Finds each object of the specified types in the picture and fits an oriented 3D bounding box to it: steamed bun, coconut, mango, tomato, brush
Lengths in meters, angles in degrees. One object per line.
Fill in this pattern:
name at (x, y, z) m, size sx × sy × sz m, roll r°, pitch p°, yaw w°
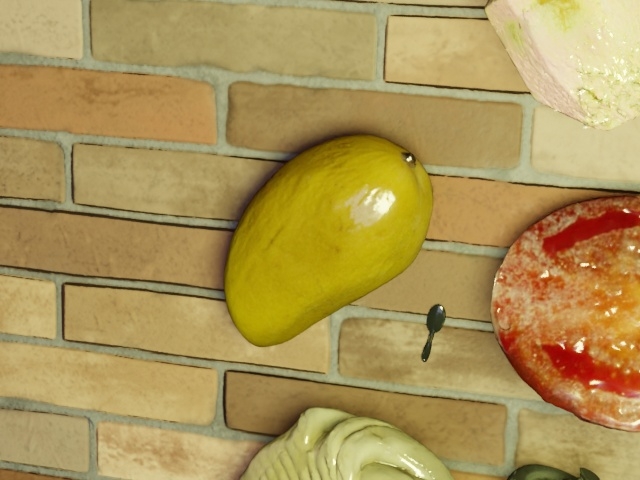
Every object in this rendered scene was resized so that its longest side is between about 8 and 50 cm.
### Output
steamed bun at (0.051, 0.400, 1.777) m, size 0.352 × 0.247 × 0.339 m, roll -51°, pitch 45°, yaw 25°
coconut at (0.312, -0.261, 1.551) m, size 0.233 × 0.233 × 0.245 m, roll -26°, pitch 100°, yaw 20°
mango at (-0.002, -0.008, 1.750) m, size 0.331 × 0.142 × 0.195 m, roll -32°, pitch 90°, yaw 23°
tomato at (0.364, 0.106, 1.666) m, size 0.309 × 0.170 × 0.309 m, roll -9°, pitch 66°, yaw 20°
brush at (0.146, 0.121, 1.813) m, size 0.024 × 0.008 × 0.083 m, roll 16°, pitch 109°, yaw 9°

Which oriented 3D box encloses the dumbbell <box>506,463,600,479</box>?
dumbbell at (0.252, 0.461, 1.785) m, size 0.179 × 0.179 × 0.406 m, roll 29°, pitch 111°, yaw 7°
